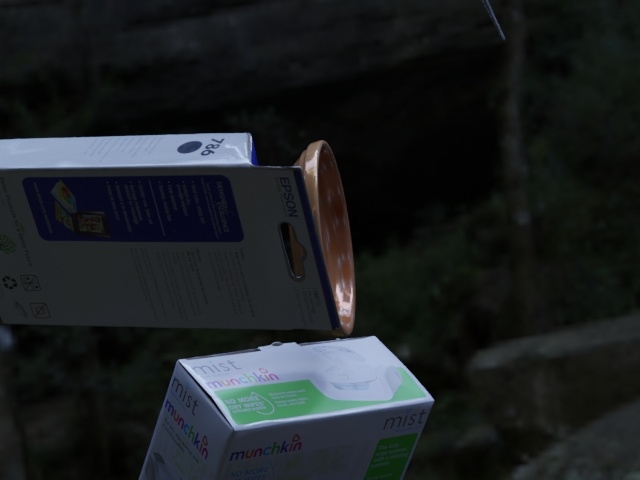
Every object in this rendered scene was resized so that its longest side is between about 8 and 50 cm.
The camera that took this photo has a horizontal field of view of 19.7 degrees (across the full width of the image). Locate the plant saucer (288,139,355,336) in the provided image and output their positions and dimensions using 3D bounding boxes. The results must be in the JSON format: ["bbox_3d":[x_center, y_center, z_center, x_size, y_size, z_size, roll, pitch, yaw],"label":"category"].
[{"bbox_3d":[0.000,0.000,1.858,0.037,0.200,0.200,-8,-12,10],"label":"plant saucer"}]

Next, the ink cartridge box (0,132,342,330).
[{"bbox_3d":[-0.141,-0.006,1.565,0.332,0.165,0.065,2,33,23],"label":"ink cartridge box"}]

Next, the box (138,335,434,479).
[{"bbox_3d":[-0.045,0.233,1.931,0.262,0.127,0.231,-3,-54,-37],"label":"box"}]

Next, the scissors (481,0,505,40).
[{"bbox_3d":[0.103,-0.326,1.710,0.021,0.297,0.109,-23,-17,-14],"label":"scissors"}]
